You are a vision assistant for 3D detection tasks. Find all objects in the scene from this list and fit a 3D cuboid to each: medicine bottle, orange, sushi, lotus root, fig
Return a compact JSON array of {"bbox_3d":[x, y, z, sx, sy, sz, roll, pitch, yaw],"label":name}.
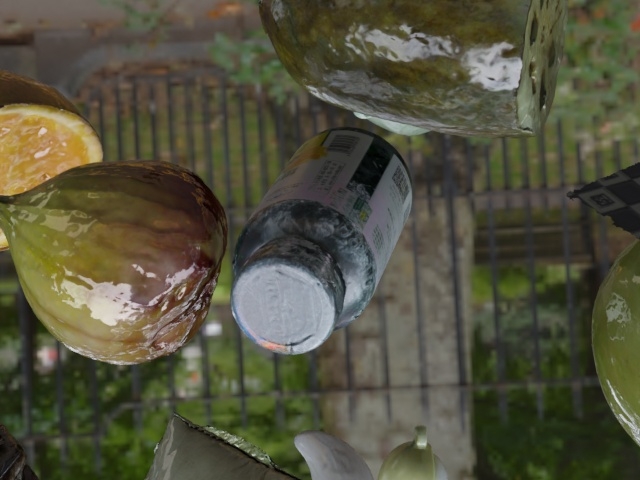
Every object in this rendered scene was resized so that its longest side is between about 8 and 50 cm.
[{"bbox_3d":[0.000,0.000,1.367,0.141,0.141,0.293,-4,-156,16],"label":"medicine bottle"},{"bbox_3d":[-0.411,-0.079,1.587,0.310,0.274,0.274,5,177,-2],"label":"orange"},{"bbox_3d":[0.320,-0.023,1.194,0.201,0.031,0.139,-21,-135,-35],"label":"sushi"},{"bbox_3d":[0.098,-0.254,1.553,0.346,0.251,0.250,14,-175,26],"label":"lotus root"},{"bbox_3d":[-0.177,0.012,0.983,0.230,0.143,0.160,2,149,-18],"label":"fig"}]

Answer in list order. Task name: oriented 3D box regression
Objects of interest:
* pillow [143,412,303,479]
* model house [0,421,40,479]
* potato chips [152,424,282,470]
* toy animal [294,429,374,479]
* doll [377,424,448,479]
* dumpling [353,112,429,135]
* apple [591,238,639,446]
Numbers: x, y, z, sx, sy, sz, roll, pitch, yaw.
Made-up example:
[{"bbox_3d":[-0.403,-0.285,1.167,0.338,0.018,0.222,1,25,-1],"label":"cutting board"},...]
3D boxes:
[{"bbox_3d":[-0.054,0.191,0.819,0.181,0.134,0.078,23,163,35],"label":"pillow"},{"bbox_3d":[-0.241,0.228,0.956,0.141,0.164,0.203,-2,-153,30],"label":"model house"},{"bbox_3d":[-0.100,0.297,1.588,0.209,0.142,0.026,21,174,-10],"label":"potato chips"},{"bbox_3d":[0.045,0.246,0.997,0.130,0.221,0.104,14,124,-48],"label":"toy animal"},{"bbox_3d":[0.112,0.357,1.619,0.117,0.296,0.141,9,-164,1],"label":"doll"},{"bbox_3d":[0.122,-0.239,1.826,0.270,0.212,0.320,13,178,27],"label":"dumpling"},{"bbox_3d":[0.474,0.121,1.499,0.357,0.357,0.357,-3,178,0],"label":"apple"}]
